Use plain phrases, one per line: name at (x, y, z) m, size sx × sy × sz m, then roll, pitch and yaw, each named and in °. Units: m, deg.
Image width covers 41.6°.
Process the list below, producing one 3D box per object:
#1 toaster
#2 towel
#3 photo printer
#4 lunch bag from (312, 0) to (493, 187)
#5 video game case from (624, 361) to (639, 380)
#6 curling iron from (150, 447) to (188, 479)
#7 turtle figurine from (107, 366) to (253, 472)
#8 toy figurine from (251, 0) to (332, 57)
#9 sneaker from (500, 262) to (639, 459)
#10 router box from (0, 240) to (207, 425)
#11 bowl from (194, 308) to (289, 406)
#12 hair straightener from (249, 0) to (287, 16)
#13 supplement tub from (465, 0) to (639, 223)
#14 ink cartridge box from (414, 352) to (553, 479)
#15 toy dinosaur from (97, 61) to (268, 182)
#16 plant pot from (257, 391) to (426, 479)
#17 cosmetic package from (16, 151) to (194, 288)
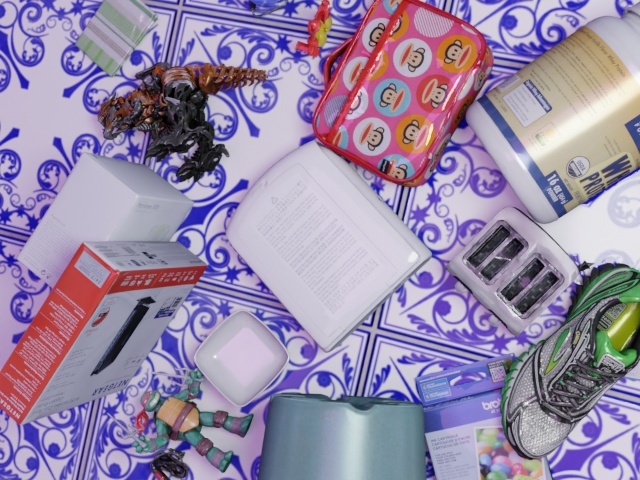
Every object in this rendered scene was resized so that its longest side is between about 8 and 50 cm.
toaster at (0.319, 0.045, 1.374) m, size 0.168 × 0.110 × 0.186 m, roll 46°, pitch 100°, yaw 10°
towel at (-0.392, -0.404, 1.622) m, size 0.113 × 0.023 × 0.152 m, roll 43°, pitch 102°, yaw 14°
photo printer at (0.000, 0.000, 1.463) m, size 0.256 × 0.107 × 0.307 m, roll -45°, pitch 78°, yaw 12°
lunch bag at (0.124, -0.262, 1.433) m, size 0.258 × 0.120 × 0.293 m, roll 31°, pitch 98°, yaw 18°
video game case at (0.545, 0.148, 1.360) m, size 0.119 × 0.015 × 0.166 m, roll 10°, pitch 92°, yaw 16°
curling iron at (-0.224, 0.500, 1.557) m, size 0.068 × 0.035 × 0.274 m, roll -38°, pitch 80°, yaw 12°
turtle figurine at (-0.250, 0.317, 1.524) m, size 0.234 × 0.118 × 0.175 m, roll 25°, pitch 78°, yaw 6°
toy figurine at (-0.050, -0.518, 1.416) m, size 0.217 × 0.191 × 0.362 m, roll 19°, pitch 95°, yaw 2°
sneaker at (0.396, 0.189, 1.297) m, size 0.134 × 0.146 × 0.343 m, roll 30°, pitch 95°, yaw -4°
router box at (-0.367, 0.143, 1.447) m, size 0.082 × 0.335 × 0.301 m, roll 37°, pitch 100°, yaw 13°
bowl at (-0.138, 0.210, 1.519) m, size 0.142 × 0.053 × 0.142 m, roll -45°, pitch 79°, yaw -1°
hair straightener at (-0.074, -0.511, 1.518) m, size 0.089 × 0.047 × 0.230 m, roll 18°, pitch 92°, yaw 14°
supplement tub at (0.409, -0.196, 1.290) m, size 0.316 × 0.228 × 0.228 m, roll -34°, pitch 81°, yaw 13°
ink cartridge box at (0.281, 0.361, 1.409) m, size 0.185 × 0.065 × 0.311 m, roll -16°, pitch 84°, yaw 14°
toy dinosaur at (-0.258, -0.242, 1.524) m, size 0.322 × 0.164 × 0.218 m, roll -27°, pitch 65°, yaw 35°
plant pot at (0.034, 0.421, 1.355) m, size 0.341 × 0.341 × 0.334 m, roll 2°, pitch 82°, yaw 15°
cosmetic package at (-0.375, -0.020, 1.506) m, size 0.138 × 0.224 × 0.225 m, roll 35°, pitch 99°, yaw 13°
